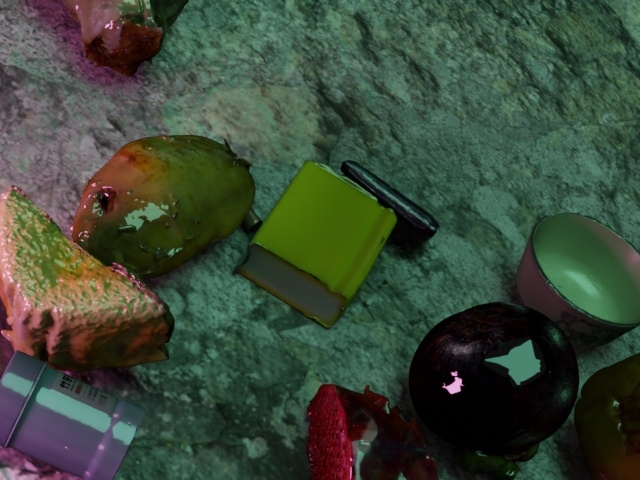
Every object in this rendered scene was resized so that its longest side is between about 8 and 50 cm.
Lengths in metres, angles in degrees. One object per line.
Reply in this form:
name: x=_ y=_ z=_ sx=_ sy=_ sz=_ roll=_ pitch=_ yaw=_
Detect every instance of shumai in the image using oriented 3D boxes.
shumai: x=-0.295 y=-0.379 z=1.915 sx=0.260 sy=0.225 sz=0.222 roll=45 pitch=25 yaw=-19

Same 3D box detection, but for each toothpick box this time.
toothpick box: x=-0.280 y=0.194 z=1.469 sx=0.153 sy=0.101 sz=0.101 roll=26 pitch=41 yaw=-8

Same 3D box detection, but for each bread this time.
bread: x=-0.293 y=0.075 z=1.527 sx=0.251 sy=0.174 sz=0.133 roll=36 pitch=57 yaw=8
bread: x=0.467 y=0.252 z=1.759 sx=0.269 sy=0.148 sz=0.270 roll=-11 pitch=43 yaw=10

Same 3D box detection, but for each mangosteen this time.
mangosteen: x=0.227 y=0.186 z=1.720 sx=0.216 sy=0.216 sz=0.216 roll=17 pitch=43 yaw=-16

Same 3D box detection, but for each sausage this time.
sausage: x=-0.119 y=-0.060 z=1.871 sx=0.026 sy=0.026 sz=0.116 roll=-15 pitch=58 yaw=-40

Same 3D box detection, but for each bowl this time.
bowl: x=0.371 y=0.072 z=1.969 sx=0.211 sy=0.112 sz=0.211 roll=17 pitch=42 yaw=-16

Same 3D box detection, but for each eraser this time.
eraser: x=0.000 y=0.000 z=1.851 sx=0.158 sy=0.069 sz=0.226 roll=30 pitch=42 yaw=1

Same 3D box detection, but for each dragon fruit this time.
dragon fruit: x=0.081 y=0.261 z=1.600 sx=0.161 sy=0.126 sz=0.274 roll=13 pitch=45 yaw=-20

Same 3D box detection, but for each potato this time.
potato: x=-0.199 y=-0.049 z=1.724 sx=0.173 sy=0.140 sz=0.300 roll=43 pitch=38 yaw=7

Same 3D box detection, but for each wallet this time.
wallet: x=0.099 y=-0.060 z=1.961 sx=0.166 sy=0.030 sz=0.111 roll=36 pitch=7 yaw=6
